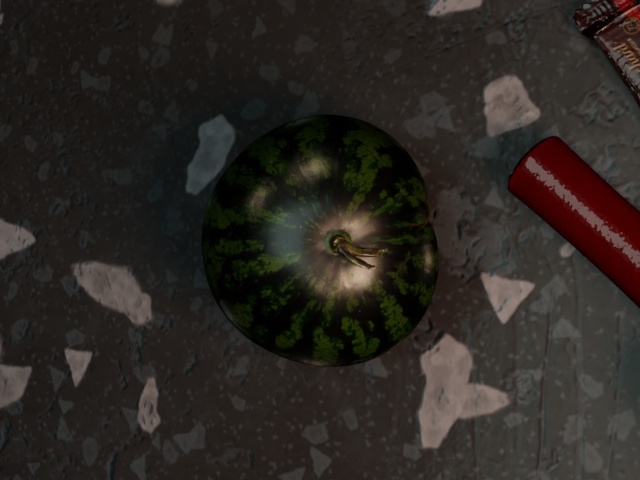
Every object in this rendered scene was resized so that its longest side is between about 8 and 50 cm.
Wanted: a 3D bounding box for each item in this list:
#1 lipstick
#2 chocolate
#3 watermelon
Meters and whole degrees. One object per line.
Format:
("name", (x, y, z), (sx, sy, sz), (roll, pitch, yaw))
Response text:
("lipstick", (0.297, -0.005, 1.058), (0.241, 0.080, 0.080), (46, 105, 22))
("chocolate", (0.341, -0.187, 1.081), (0.086, 0.028, 0.182), (-37, 73, 10))
("watermelon", (0.000, 0.000, 1.107), (0.269, 0.269, 0.269), (-2, 85, 25))
